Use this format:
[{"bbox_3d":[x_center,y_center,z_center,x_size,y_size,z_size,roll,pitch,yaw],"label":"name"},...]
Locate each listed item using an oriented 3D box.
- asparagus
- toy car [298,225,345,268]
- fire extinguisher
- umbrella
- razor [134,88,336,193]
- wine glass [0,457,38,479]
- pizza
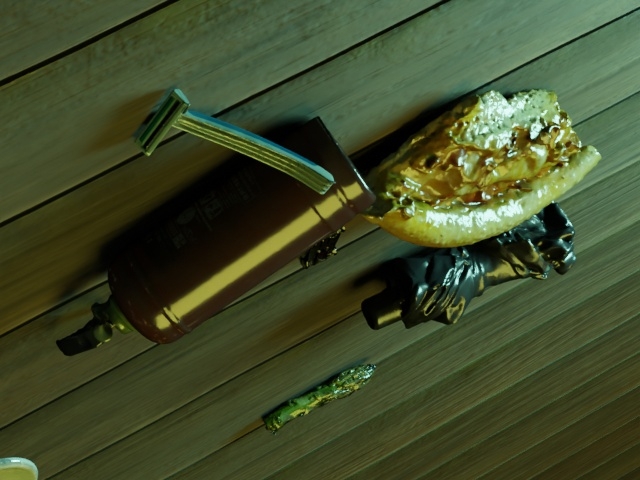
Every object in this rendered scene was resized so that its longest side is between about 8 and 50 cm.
[{"bbox_3d":[0.001,0.203,2.269,0.165,0.030,0.036,-26,132,-12],"label":"asparagus"},{"bbox_3d":[0.000,0.000,1.874,0.041,0.025,0.093,-25,159,-22],"label":"toy car"},{"bbox_3d":[-0.115,0.016,1.682,0.344,0.102,0.138,-35,-169,3],"label":"fire extinguisher"},{"bbox_3d":[0.174,0.038,2.080,0.272,0.110,0.122,-26,-170,-15],"label":"umbrella"},{"bbox_3d":[-0.069,-0.084,1.556,0.191,0.037,0.068,18,128,-33],"label":"razor"},{"bbox_3d":[-0.344,0.155,1.522,0.165,0.196,0.165,-30,158,-13],"label":"wine glass"},{"bbox_3d":[0.179,-0.078,1.862,0.365,0.074,0.182,-8,133,-45],"label":"pizza"}]
